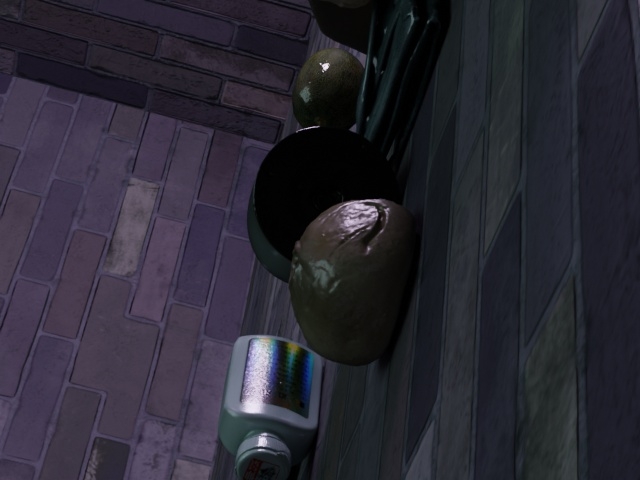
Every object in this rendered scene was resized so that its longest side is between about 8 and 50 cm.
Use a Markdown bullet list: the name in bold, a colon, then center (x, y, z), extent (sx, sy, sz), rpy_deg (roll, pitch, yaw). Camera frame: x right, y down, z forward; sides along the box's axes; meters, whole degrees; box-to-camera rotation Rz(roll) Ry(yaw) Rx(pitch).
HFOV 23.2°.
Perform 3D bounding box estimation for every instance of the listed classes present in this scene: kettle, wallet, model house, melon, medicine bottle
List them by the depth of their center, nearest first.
- **kettle**: center (0.000, 0.000, 1.799), extent (0.236, 0.161, 0.221), rpy_deg (129, 124, -77)
- **wallet**: center (0.092, -0.256, 1.884), extent (0.342, 0.075, 0.237), rpy_deg (-83, 7, -52)
- **medicine bottle**: center (-0.063, 0.215, 1.946), extent (0.229, 0.121, 0.083), rpy_deg (-85, 12, -59)
- **model house**: center (0.050, -0.405, 2.122), extent (0.220, 0.199, 0.229), rpy_deg (-57, 19, 35)
- **melon**: center (0.015, -0.221, 2.355), extent (0.167, 0.114, 0.114), rpy_deg (-75, 4, -47)

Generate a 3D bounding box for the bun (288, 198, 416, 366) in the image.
- **bun**: center (0.024, 0.034, 1.551), extent (0.173, 0.113, 0.167), rpy_deg (-93, 19, -66)

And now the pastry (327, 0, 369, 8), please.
- **pastry**: center (0.047, -0.345, 1.824), extent (0.166, 0.088, 0.166), rpy_deg (-55, 17, 26)
